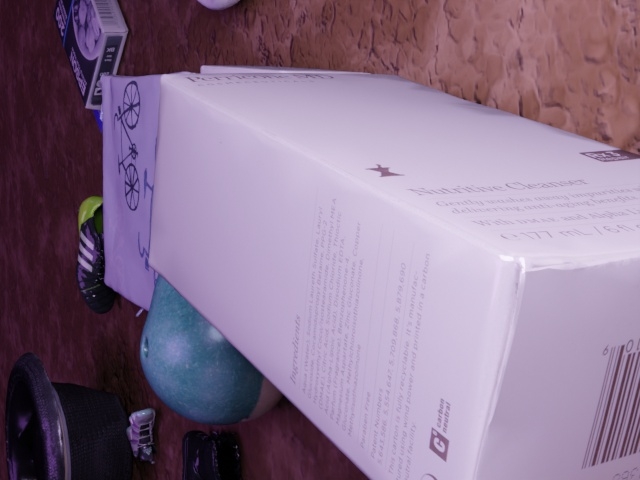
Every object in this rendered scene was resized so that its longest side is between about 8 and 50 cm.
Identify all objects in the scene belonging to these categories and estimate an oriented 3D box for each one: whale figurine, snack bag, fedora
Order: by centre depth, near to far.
[{"bbox_3d":[-0.125,0.057,0.984,0.216,0.141,0.272,-40,59,55],"label":"whale figurine"},{"bbox_3d":[-0.222,-0.056,1.241,0.342,0.037,0.323,15,107,58],"label":"snack bag"},{"bbox_3d":[-0.380,0.320,1.454,0.334,0.152,0.334,14,106,59],"label":"fedora"}]

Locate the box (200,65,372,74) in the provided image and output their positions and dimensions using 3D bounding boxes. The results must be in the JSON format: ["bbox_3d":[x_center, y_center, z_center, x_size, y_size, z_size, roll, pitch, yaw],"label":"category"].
[{"bbox_3d":[-0.036,-0.091,0.858,0.170,0.091,0.130,21,112,58],"label":"box"}]

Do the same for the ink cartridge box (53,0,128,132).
[{"bbox_3d":[-0.352,-0.304,1.422,0.206,0.045,0.208,65,146,30],"label":"ink cartridge box"}]

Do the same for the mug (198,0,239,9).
[{"bbox_3d":[-0.158,-0.389,0.895,0.328,0.276,0.374,46,163,38],"label":"mug"}]

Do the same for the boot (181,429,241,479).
[{"bbox_3d":[-0.127,0.281,1.122,0.099,0.045,0.121,-7,88,57],"label":"boot"}]

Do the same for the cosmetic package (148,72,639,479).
[{"bbox_3d":[0.060,0.004,0.588,0.385,0.217,0.156,34,123,51],"label":"cosmetic package"}]

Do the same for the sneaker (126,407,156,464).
[{"bbox_3d":[-0.246,0.281,1.336,0.098,0.038,0.069,115,138,-55],"label":"sneaker"}]

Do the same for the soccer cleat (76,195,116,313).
[{"bbox_3d":[-0.330,0.022,1.423,0.072,0.060,0.179,-4,91,47],"label":"soccer cleat"}]
